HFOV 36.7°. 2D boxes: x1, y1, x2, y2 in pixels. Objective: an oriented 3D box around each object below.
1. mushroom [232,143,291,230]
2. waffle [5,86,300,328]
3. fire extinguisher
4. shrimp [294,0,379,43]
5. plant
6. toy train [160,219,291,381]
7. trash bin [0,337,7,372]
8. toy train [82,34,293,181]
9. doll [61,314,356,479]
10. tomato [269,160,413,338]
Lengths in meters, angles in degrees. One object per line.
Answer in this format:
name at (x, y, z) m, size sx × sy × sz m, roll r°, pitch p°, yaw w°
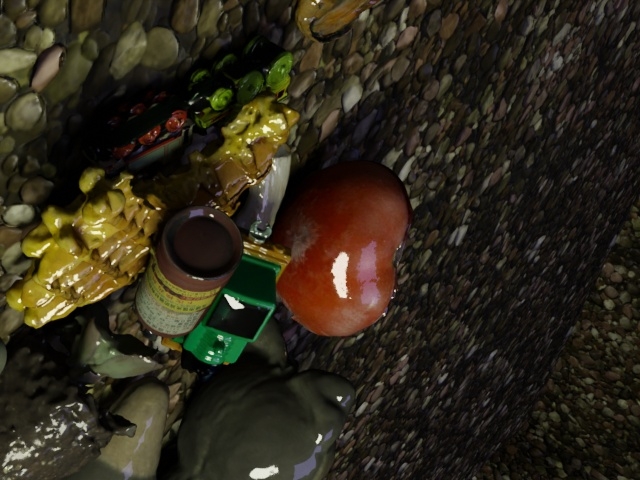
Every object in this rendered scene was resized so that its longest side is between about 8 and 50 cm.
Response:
mushroom at (-0.079, -0.024, 1.162) m, size 0.059 × 0.054 × 0.202 m, roll -4°, pitch 121°, yaw -57°
waffle at (-0.166, -0.027, 0.918) m, size 0.293 × 0.069 × 0.260 m, roll -30°, pitch 168°, yaw -44°
fire extinguisher at (-0.129, 0.043, 0.955) m, size 0.106 × 0.075 × 0.252 m, roll -35°, pitch 171°, yaw -29°
shrimp at (0.070, -0.321, 1.040) m, size 0.262 × 0.066 × 0.117 m, roll -40°, pitch 170°, yaw 3°
plant at (-0.261, 0.157, 0.977) m, size 0.203 × 0.142 × 0.131 m, roll -40°, pitch 145°, yaw -4°
toy train at (-0.109, 0.075, 1.088) m, size 0.091 × 0.136 × 0.227 m, roll 20°, pitch 122°, yaw -18°
trash bin at (-0.362, 0.080, 0.661) m, size 0.122 × 0.164 × 0.240 m, roll -59°, pitch 155°, yaw 10°
toy train at (-0.125, -0.127, 0.947) m, size 0.250 × 0.053 × 0.085 m, roll -35°, pitch 154°, yaw -35°
doll at (-0.132, 0.283, 1.228) m, size 0.382 × 0.252 × 0.379 m, roll -62°, pitch 155°, yaw 1°
tomato at (0.000, 0.000, 1.185) m, size 0.112 × 0.199 × 0.227 m, roll 18°, pitch 81°, yaw -48°
